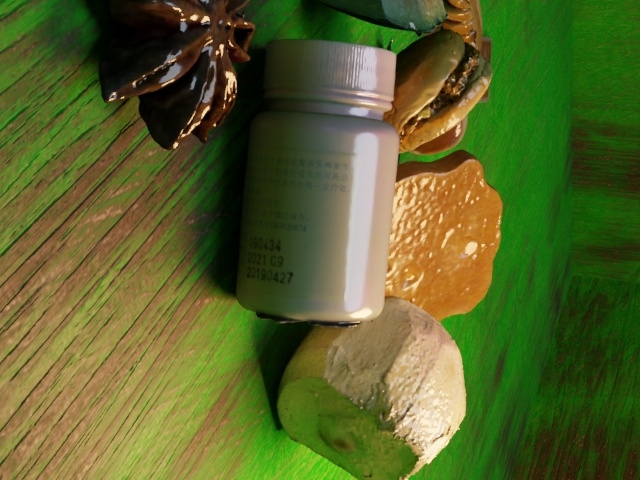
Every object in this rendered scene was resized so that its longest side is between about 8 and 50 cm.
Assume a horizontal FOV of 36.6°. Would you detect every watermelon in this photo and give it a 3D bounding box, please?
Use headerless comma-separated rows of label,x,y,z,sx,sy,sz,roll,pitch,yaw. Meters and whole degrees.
watermelon,0.072,-0.456,1.543,0.264,0.151,0.302,-27,104,-60

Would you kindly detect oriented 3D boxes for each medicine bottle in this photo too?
medicine bottle,0.000,-0.078,1.356,0.213,0.213,0.378,-5,101,-67

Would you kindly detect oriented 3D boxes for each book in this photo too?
book,0.392,-0.429,2.435,0.242,0.018,0.170,-23,117,-64

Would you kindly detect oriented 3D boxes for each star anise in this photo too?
star anise,-0.158,-0.249,1.079,0.315,0.108,0.315,-27,121,-59

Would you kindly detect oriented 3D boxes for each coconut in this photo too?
coconut,0.089,0.230,1.563,0.254,0.297,0.297,-46,138,-40

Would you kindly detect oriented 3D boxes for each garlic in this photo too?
garlic,0.234,-0.271,1.978,0.090,0.128,0.198,-95,178,-56

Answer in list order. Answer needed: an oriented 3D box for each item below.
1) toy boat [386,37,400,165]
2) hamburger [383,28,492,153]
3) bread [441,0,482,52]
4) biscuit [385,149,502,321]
toy boat,0.123,-0.233,1.762,0.220,0.067,0.291,94,6,-69
hamburger,0.157,-0.227,1.474,0.108,0.214,0.213,40,49,-17
bread,0.311,-0.489,2.147,0.225,0.081,0.134,69,30,-45
biscuit,0.169,0.018,1.753,0.365,0.062,0.385,-23,130,-20
